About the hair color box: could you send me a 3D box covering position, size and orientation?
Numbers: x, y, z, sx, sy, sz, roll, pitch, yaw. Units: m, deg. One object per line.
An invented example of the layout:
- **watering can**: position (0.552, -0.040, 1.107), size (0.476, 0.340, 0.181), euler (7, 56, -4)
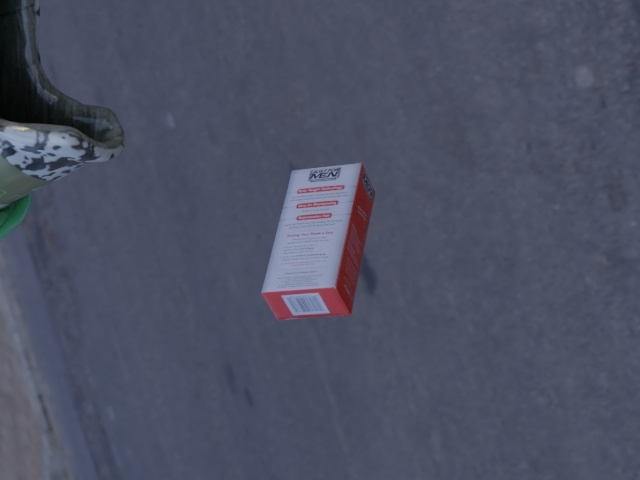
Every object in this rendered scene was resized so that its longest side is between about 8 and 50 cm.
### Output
- **hair color box**: position (0.000, 0.000, 1.216), size (0.043, 0.072, 0.141), euler (61, -148, -45)

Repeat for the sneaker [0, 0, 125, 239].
- **sneaker**: position (-0.174, -0.036, 0.551), size (0.182, 0.158, 0.410), euler (23, 122, 11)
